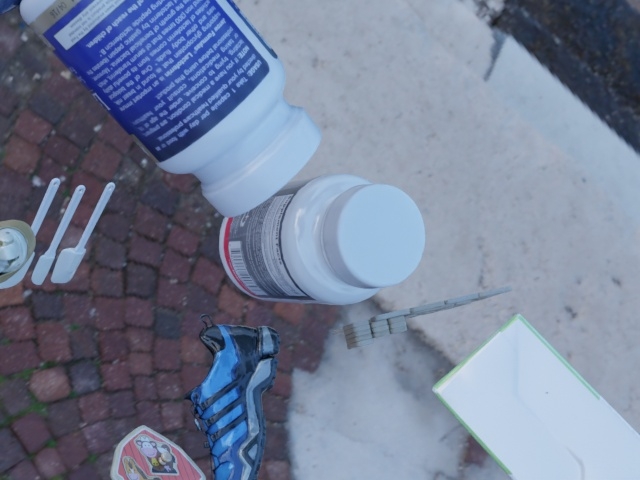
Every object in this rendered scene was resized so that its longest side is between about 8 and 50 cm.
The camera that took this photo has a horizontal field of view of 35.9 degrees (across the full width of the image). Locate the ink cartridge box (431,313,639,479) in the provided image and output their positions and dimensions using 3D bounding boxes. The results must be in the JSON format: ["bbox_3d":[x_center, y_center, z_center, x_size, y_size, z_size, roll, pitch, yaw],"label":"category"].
[{"bbox_3d":[0.249,0.207,1.073,0.119,0.353,0.207,-43,74,2],"label":"ink cartridge box"}]

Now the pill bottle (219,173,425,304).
[{"bbox_3d":[0.000,0.000,1.353,0.176,0.319,0.176,1,88,-29],"label":"pill bottle"}]

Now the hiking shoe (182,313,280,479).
[{"bbox_3d":[-0.147,0.272,1.497,0.132,0.113,0.303,10,70,-6],"label":"hiking shoe"}]

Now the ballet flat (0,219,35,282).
[{"bbox_3d":[-0.440,0.029,1.288,0.232,0.073,0.080,-36,114,-55],"label":"ballet flat"}]

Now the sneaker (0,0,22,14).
[{"bbox_3d":[-0.595,-0.476,1.806,0.236,0.323,0.130,-41,115,-19],"label":"sneaker"}]

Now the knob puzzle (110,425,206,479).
[{"bbox_3d":[-0.257,0.379,1.609,0.213,0.030,0.213,34,25,-18],"label":"knob puzzle"}]

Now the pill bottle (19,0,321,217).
[{"bbox_3d":[-0.127,-0.157,0.896,0.264,0.153,0.153,49,50,-19],"label":"pill bottle"}]

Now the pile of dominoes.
[{"bbox_3d":[0.160,0.129,1.586,0.251,0.196,0.040,-11,82,-17],"label":"pile of dominoes"}]

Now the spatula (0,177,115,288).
[{"bbox_3d":[-0.467,-0.012,1.769,0.168,0.242,0.019,1,37,-51],"label":"spatula"}]
